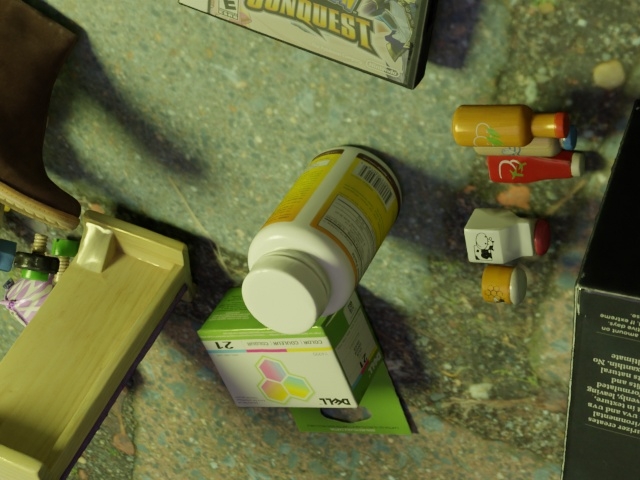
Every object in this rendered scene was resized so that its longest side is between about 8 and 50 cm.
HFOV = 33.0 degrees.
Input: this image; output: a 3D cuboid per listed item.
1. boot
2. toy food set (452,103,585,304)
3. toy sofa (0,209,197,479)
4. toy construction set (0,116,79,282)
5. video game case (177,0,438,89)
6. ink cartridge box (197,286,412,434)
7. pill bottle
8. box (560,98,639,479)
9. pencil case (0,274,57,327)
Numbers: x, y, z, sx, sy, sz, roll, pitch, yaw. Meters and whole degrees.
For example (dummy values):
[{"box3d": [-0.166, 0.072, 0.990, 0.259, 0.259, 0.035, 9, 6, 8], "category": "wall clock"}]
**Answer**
[{"box3d": [-0.332, -0.150, 1.214, 0.248, 0.207, 0.090, 33, 170, 1], "category": "boot"}, {"box3d": [0.207, -0.042, 1.068, 0.104, 0.111, 0.232, 3, 124, 26], "category": "toy food set"}, {"box3d": [-0.297, 0.156, 1.325, 0.150, 0.362, 0.177, 18, 143, 14], "category": "toy sofa"}, {"box3d": [-0.470, -0.088, 1.353, 0.309, 0.257, 0.237, 9, 87, 1], "category": "toy construction set"}, {"box3d": [-0.013, -0.292, 1.015, 0.275, 0.035, 0.248, 23, 137, 16], "category": "video game case"}, {"box3d": [-0.013, 0.182, 1.379, 0.189, 0.097, 0.255, -5, 122, 31], "category": "ink cartridge box"}, {"box3d": [0.000, 0.000, 1.142, 0.117, 0.215, 0.117, 15, 131, 18], "category": "pill bottle"}, {"box3d": [0.334, 0.078, 0.972, 0.182, 0.296, 0.294, 12, 131, 19], "category": "box"}, {"box3d": [-0.368, 0.136, 1.539, 0.086, 0.088, 0.206, -12, 120, 37], "category": "pencil case"}]
